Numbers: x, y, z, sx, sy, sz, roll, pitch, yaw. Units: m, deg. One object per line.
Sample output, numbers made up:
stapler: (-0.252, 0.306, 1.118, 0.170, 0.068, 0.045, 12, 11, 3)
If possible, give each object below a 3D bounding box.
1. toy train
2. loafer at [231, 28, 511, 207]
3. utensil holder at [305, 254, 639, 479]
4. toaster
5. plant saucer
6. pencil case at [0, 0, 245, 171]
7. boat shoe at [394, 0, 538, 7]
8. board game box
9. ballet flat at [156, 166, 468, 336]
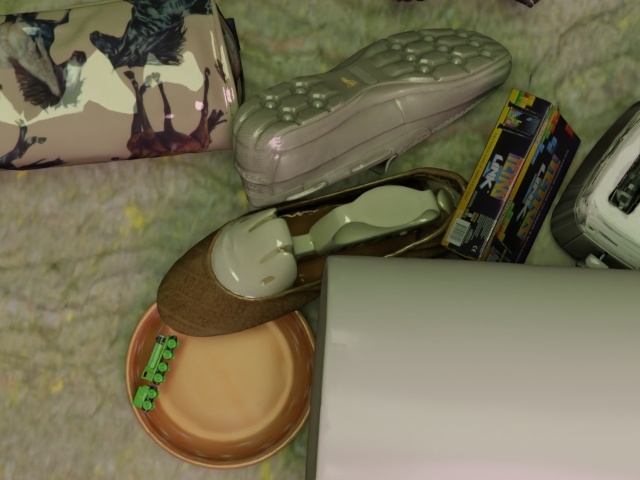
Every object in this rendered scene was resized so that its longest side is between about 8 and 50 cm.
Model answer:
toy train: (-0.167, 0.133, 1.672, 0.023, 0.017, 0.083, 21, 88, 12)
loafer: (0.053, -0.125, 1.652, 0.319, 0.111, 0.112, -21, 44, -24)
utensil holder: (0.184, 0.174, 1.532, 0.385, 0.327, 0.328, 5, 87, -2)
toaster: (0.333, -0.060, 1.648, 0.129, 0.146, 0.227, 38, 88, 1)
plant saucer: (-0.099, 0.134, 1.698, 0.200, 0.037, 0.200, 0, 88, 0)
pencil case: (-0.282, -0.162, 1.652, 0.410, 0.160, 0.183, -6, 83, 0)
boat shoe: (0.091, -0.287, 1.688, 0.285, 0.103, 0.092, 22, 93, 5)
board game box: (0.192, -0.050, 1.649, 0.048, 0.141, 0.170, 24, 88, 25)
ballet flat: (0.000, 0.000, 1.636, 0.342, 0.124, 0.116, -15, 74, -8)
